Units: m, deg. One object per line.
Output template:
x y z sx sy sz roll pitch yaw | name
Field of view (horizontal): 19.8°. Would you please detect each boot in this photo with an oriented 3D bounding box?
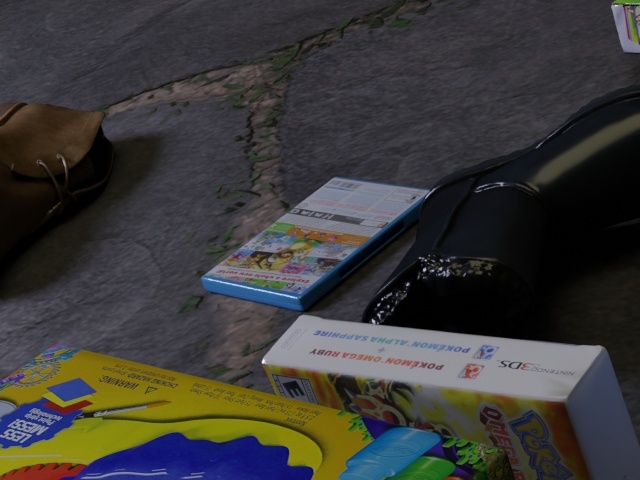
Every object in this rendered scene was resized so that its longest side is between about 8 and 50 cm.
-0.272 -0.056 1.688 0.115 0.112 0.305 -3 26 10 | boot
0.157 -0.005 1.264 0.246 0.094 0.207 -21 20 24 | boot

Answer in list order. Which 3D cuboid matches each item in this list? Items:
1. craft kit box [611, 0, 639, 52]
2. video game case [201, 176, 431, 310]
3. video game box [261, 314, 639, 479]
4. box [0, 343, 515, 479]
0.426 -0.238 1.605 0.246 0.061 0.250 12 39 44 | craft kit box
0.000 0.000 1.476 0.119 0.015 0.166 10 38 46 | video game case
0.084 0.137 0.926 0.187 0.205 0.048 2 36 39 | video game box
-0.095 0.204 0.765 0.290 0.177 0.279 8 34 43 | box
